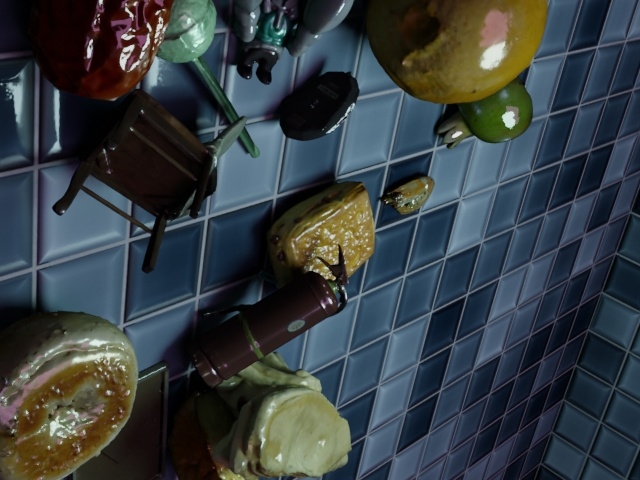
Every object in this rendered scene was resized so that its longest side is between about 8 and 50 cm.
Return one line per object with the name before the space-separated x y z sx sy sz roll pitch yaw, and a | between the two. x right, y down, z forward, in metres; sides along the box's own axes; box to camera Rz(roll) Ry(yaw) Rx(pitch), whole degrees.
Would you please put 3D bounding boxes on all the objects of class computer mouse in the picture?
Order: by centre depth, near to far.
computer mouse | 0.000 -0.232 1.608 0.172 0.099 0.057 -44 153 -17

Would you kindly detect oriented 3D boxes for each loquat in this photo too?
loquat | 0.238 -0.397 1.587 0.328 0.328 0.328 -32 138 -34

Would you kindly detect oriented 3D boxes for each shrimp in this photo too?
shrimp | 0.190 -0.096 2.020 0.180 0.041 0.099 -17 143 -47

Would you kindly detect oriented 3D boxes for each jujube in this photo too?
jujube | -0.270 -0.302 1.137 0.174 0.174 0.250 -6 118 -50

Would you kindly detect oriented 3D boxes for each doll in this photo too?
doll | -0.043 -0.363 1.396 0.195 0.153 0.258 -15 128 -11

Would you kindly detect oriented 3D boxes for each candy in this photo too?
candy | -0.167 -0.241 1.398 0.119 0.119 0.440 -51 153 -12

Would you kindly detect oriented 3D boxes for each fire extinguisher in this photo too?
fire extinguisher | -0.087 0.134 1.691 0.341 0.105 0.141 -32 107 -3

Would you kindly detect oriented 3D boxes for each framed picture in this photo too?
framed picture | -0.368 0.376 1.673 0.213 0.016 0.289 -24 133 -40

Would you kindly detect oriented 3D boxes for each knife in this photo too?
knife | -0.094 0.076 1.801 0.027 0.010 0.096 -60 146 1

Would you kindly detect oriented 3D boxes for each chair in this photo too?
chair | -0.234 -0.119 1.324 0.160 0.186 0.319 -45 -161 28

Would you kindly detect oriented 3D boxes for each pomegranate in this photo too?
pomegranate | 0.357 -0.282 1.972 0.210 0.179 0.179 -35 141 -12

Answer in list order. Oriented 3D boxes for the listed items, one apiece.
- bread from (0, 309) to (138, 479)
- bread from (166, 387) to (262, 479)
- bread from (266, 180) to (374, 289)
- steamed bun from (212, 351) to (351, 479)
bread | -0.420 0.232 1.369 0.305 0.159 0.305 -35 143 -32
bread | -0.222 0.419 1.784 0.129 0.134 0.260 -13 85 -65
bread | 0.000 0.000 1.790 0.235 0.099 0.210 -35 136 -26
steamed bun | -0.089 0.337 1.807 0.428 0.189 0.247 19 83 -63
